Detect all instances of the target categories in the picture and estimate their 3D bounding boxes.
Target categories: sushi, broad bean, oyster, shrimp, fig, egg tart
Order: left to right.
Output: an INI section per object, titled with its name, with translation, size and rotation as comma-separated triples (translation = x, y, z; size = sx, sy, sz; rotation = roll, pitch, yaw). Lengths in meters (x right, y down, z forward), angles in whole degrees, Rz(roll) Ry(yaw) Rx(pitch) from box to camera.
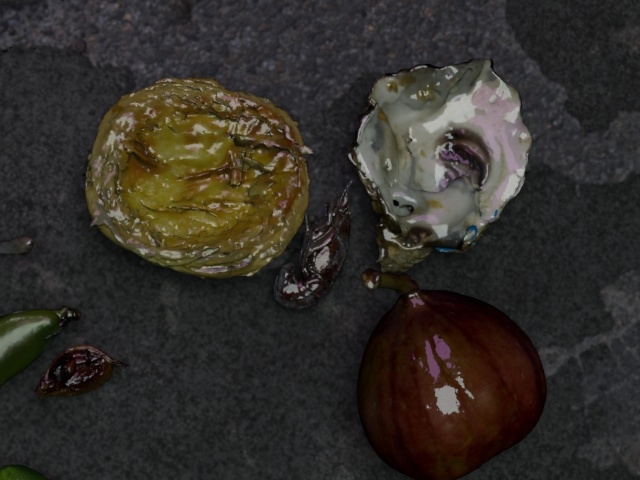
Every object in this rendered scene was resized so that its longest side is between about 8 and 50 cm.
[broad bean]
translation = -0.346, 0.127, 1.818
size = 0.213, 0.048, 0.070
rotation = -30, 90, -10
[sushi]
translation = -0.257, 0.137, 1.833
size = 0.099, 0.047, 0.050
rotation = -27, 85, -14
[egg tart]
translation = -0.133, -0.059, 1.861
size = 0.252, 0.098, 0.232
rotation = -17, 79, -16
[shrimp]
translation = 0.000, 0.000, 1.893
size = 0.065, 0.056, 0.165
rotation = 19, 77, -1
[fig]
translation = 0.120, 0.119, 1.823
size = 0.203, 0.186, 0.250
rotation = -24, 98, -17
[oyster]
translation = 0.132, -0.090, 1.917
size = 0.222, 0.083, 0.214
rotation = -17, 89, -17

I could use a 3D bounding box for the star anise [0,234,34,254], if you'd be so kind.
[star anise]
translation = -0.413, -0.040, 1.809
size = 0.209, 0.089, 0.231
rotation = -40, 85, -1

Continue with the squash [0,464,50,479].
[squash]
translation = -0.239, 0.350, 1.789
size = 0.082, 0.082, 0.292
rotation = -42, 91, -13
